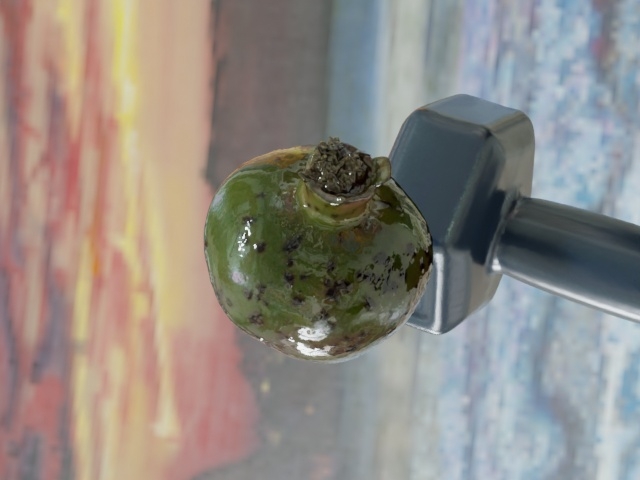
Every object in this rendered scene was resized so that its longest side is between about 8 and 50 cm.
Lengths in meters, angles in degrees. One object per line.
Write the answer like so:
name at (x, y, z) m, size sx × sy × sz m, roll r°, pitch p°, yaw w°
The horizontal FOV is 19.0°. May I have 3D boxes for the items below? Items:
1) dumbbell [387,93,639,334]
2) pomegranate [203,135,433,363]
dumbbell at (0.189, 0.019, 1.178) m, size 0.156 × 0.316 × 0.143 m, roll -28°, pitch -47°, yaw -64°
pomegranate at (-0.002, 0.006, 1.029) m, size 0.130 × 0.130 × 0.130 m, roll 6°, pitch -90°, yaw -82°
